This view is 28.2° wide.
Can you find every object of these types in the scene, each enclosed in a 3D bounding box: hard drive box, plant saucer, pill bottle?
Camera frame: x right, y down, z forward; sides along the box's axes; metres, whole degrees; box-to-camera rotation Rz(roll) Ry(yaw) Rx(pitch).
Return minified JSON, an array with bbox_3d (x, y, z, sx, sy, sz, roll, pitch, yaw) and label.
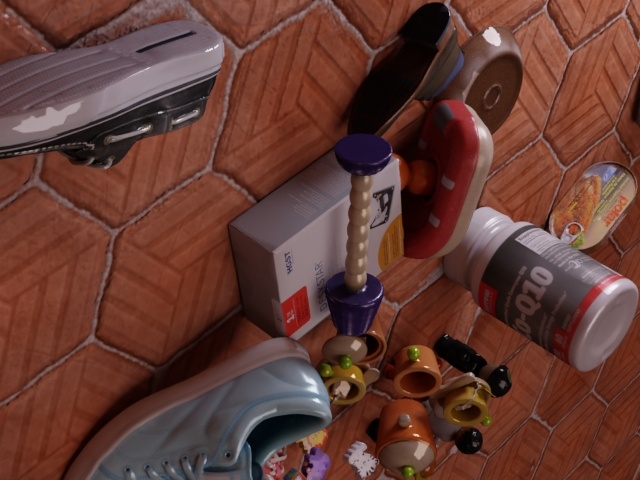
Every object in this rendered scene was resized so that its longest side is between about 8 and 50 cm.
[{"bbox_3d":[0.000,0.000,1.691,0.232,0.089,0.181,-38,142,-27],"label":"hard drive box"},{"bbox_3d":[0.241,-0.217,1.873,0.198,0.036,0.198,-33,140,-32],"label":"plant saucer"},{"bbox_3d":[0.342,0.070,2.014,0.161,0.283,0.161,-32,140,-33],"label":"pill bottle"}]

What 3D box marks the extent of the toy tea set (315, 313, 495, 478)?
[{"bbox_3d":[0.106,0.241,1.889,0.200,0.124,0.336,-34,126,29],"label":"toy tea set"}]

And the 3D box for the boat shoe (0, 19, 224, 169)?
[{"bbox_3d":[-0.219,-0.126,1.271,0.335,0.121,0.119,-25,130,-43],"label":"boat shoe"}]

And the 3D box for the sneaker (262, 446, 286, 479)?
[{"bbox_3d":[-0.092,0.336,1.806,0.314,0.136,0.116,-56,148,-2],"label":"sneaker"}]

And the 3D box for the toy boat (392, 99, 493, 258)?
[{"bbox_3d":[0.136,-0.086,1.778,0.151,0.151,0.231,6,119,-19],"label":"toy boat"}]

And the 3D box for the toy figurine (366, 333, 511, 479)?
[{"bbox_3d":[0.201,0.282,2.131,0.213,0.148,0.209,-14,127,-47],"label":"toy figurine"}]

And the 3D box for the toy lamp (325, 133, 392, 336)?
[{"bbox_3d":[0.046,0.002,1.601,0.080,0.080,0.275,-30,135,-35],"label":"toy lamp"}]

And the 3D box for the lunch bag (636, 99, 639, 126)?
[{"bbox_3d":[0.762,-0.281,2.293,0.305,0.256,0.212,-26,136,-39],"label":"lunch bag"}]

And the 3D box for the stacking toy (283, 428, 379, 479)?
[{"bbox_3d":[-0.034,0.366,1.875,0.221,0.167,0.052,-44,115,-20],"label":"stacking toy"}]

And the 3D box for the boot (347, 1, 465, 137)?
[{"bbox_3d":[0.123,-0.199,1.693,0.219,0.082,0.106,-55,144,-7],"label":"boot"}]

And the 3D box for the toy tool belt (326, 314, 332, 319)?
[{"bbox_3d":[0.023,0.071,1.826,0.051,0.052,0.083,-59,172,-69],"label":"toy tool belt"}]

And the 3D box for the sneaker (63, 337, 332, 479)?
[{"bbox_3d":[-0.152,0.265,1.599,0.366,0.150,0.135,-33,139,-4],"label":"sneaker"}]

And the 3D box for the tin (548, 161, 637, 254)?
[{"bbox_3d":[0.486,-0.055,2.258,0.190,0.106,0.040,-50,146,-11],"label":"tin"}]
